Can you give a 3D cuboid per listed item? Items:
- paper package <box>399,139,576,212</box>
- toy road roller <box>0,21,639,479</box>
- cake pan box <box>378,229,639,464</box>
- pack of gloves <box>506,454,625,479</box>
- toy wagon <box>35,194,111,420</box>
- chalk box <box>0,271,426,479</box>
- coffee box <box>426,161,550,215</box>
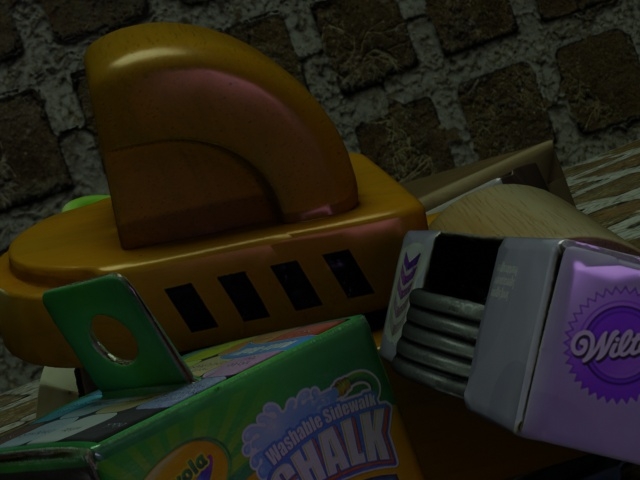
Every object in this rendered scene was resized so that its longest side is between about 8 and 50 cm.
[{"bbox_3d":[0.029,0.060,1.288,0.309,0.168,0.325,-24,7,-39],"label":"paper package"},{"bbox_3d":[0.000,0.000,0.765,0.330,0.240,0.202,-12,15,-7],"label":"toy road roller"},{"bbox_3d":[0.163,0.051,0.570,0.267,0.070,0.246,13,-2,-9],"label":"cake pan box"},{"bbox_3d":[0.142,0.128,0.822,0.232,0.046,0.195,-30,4,-3],"label":"pack of gloves"},{"bbox_3d":[-0.122,0.066,1.046,0.068,0.267,0.344,12,24,7],"label":"toy wagon"},{"bbox_3d":[-0.045,0.111,0.587,0.132,0.213,0.132,-22,5,-36],"label":"chalk box"},{"bbox_3d":[0.055,0.066,1.003,0.246,0.141,0.098,-26,-2,23],"label":"coffee box"}]
